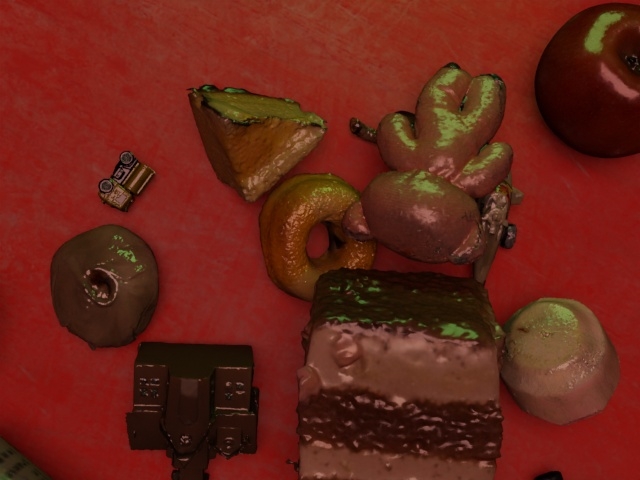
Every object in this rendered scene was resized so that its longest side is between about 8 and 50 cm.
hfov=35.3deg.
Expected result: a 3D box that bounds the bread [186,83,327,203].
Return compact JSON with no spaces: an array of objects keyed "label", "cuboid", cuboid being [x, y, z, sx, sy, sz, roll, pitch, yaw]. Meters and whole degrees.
[{"label":"bread","cuboid":[-0.098,-0.169,1.412,0.169,0.160,0.140,-42,44,-5]}]

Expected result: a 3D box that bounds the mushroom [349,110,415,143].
[{"label":"mushroom","cuboid":[0.103,-0.152,1.467,0.129,0.073,0.088,18,80,1]}]

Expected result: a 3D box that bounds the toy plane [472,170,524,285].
[{"label":"toy plane","cuboid":[0.234,0.024,1.444,0.092,0.108,0.287,11,97,-1]}]

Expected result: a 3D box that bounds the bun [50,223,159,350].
[{"label":"bun","cuboid":[-0.306,0.065,1.416,0.166,0.113,0.173,-32,83,-4]}]

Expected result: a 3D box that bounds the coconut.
[{"label":"coconut","cuboid":[0.329,0.175,1.401,0.170,0.183,0.171,-13,50,17]}]

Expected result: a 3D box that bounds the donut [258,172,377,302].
[{"label":"donut","cuboid":[0.002,0.000,1.422,0.174,0.074,0.190,6,97,-22]}]

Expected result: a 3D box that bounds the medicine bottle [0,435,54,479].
[{"label":"medicine bottle","cuboid":[-0.380,0.443,1.325,0.388,0.219,0.219,39,85,4]}]

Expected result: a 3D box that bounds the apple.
[{"label":"apple","cuboid":[0.416,-0.225,1.421,0.218,0.201,0.218,0,76,-1]}]

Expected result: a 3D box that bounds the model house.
[{"label":"model house","cuboid":[-0.177,0.282,1.389,0.180,0.176,0.248,1,101,-2]}]

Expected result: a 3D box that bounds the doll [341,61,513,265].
[{"label":"doll","cuboid":[0.169,-0.097,1.402,0.201,0.156,0.303,18,65,17]}]

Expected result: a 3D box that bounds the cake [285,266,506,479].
[{"label":"cake","cuboid":[0.104,0.204,1.310,0.281,0.256,0.291,6,108,0]}]

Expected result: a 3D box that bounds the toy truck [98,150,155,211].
[{"label":"toy truck","cuboid":[-0.285,-0.082,1.465,0.054,0.049,0.083,35,83,1]}]

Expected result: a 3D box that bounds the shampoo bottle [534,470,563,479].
[{"label":"shampoo bottle","cuboid":[0.357,0.447,1.409,0.079,0.080,0.246,-18,85,-5]}]
